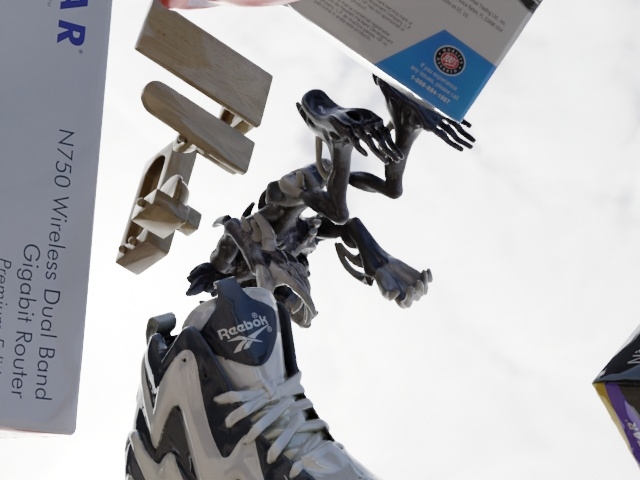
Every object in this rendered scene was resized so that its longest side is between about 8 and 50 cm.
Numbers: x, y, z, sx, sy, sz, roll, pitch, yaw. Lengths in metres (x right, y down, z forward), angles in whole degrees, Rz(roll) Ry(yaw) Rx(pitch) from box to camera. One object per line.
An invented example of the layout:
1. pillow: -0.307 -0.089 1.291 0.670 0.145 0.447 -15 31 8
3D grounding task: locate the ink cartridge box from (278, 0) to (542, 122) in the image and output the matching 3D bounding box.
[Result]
1. ink cartridge box: 0.081 -0.206 1.017 0.148 0.086 0.203 33 -87 -21

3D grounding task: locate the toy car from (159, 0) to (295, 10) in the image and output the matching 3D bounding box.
1. toy car: -0.057 -0.153 0.458 0.239 0.225 0.053 18 -40 18

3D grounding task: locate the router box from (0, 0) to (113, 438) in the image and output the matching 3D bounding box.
1. router box: -0.250 -0.087 0.714 0.082 0.301 0.335 -11 -108 50

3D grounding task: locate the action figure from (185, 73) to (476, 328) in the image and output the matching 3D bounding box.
1. action figure: 0.000 0.000 1.164 0.141 0.164 0.276 56 -42 20

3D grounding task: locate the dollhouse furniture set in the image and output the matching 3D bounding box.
1. dollhouse furniture set: -0.145 -0.083 1.267 0.151 0.123 0.144 -32 -145 43

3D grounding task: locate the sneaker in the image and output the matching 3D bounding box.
1. sneaker: -0.034 0.103 0.933 0.235 0.094 0.153 13 -71 48

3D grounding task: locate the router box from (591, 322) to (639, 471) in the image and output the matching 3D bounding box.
1. router box: 0.314 0.003 0.732 0.243 0.309 0.081 -6 -58 52
